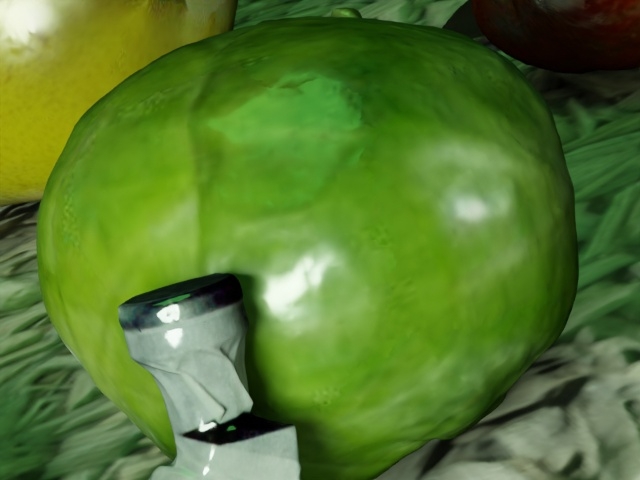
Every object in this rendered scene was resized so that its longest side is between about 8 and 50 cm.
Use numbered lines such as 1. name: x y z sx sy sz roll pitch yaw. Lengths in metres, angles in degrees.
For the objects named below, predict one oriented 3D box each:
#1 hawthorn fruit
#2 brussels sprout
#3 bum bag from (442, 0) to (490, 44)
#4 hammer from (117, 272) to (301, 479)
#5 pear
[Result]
1. hawthorn fruit: 0.192 -0.198 1.127 0.202 0.185 0.185 -12 16 -26
2. brussels sprout: 0.000 0.000 0.760 0.244 0.244 0.244 -17 21 7
3. bum bag: 0.161 -0.170 1.284 0.159 0.026 0.109 -7 25 29
4. hammer: -0.210 0.131 0.601 0.427 0.152 0.044 -13 6 -10
5. pear: -0.201 -0.147 1.260 0.285 0.285 0.336 -32 -16 -30
